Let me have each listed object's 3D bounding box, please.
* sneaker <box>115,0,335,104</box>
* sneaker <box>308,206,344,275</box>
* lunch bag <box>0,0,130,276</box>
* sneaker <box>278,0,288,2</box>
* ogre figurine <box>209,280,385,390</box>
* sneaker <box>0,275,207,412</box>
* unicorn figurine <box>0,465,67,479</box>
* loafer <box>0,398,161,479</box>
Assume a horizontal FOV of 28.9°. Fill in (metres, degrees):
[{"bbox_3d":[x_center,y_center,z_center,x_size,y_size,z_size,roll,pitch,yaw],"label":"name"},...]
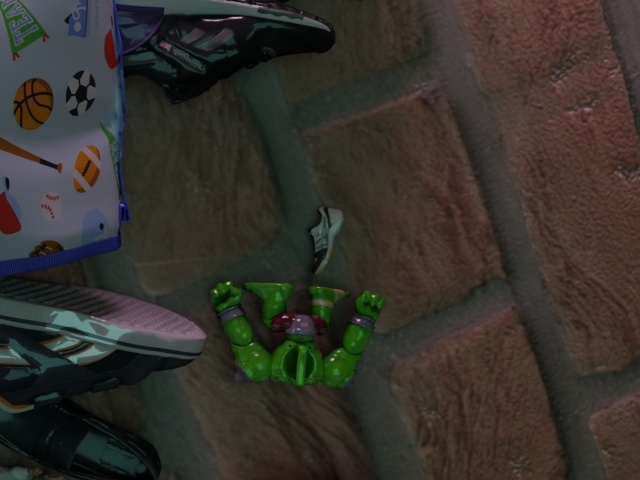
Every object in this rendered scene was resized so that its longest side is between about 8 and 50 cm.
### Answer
[{"bbox_3d":[-0.128,-0.212,1.388,0.283,0.107,0.124,5,102,-9],"label":"sneaker"},{"bbox_3d":[0.000,0.000,1.469,0.036,0.032,0.083,18,83,-3],"label":"sneaker"},{"bbox_3d":[-0.377,-0.126,1.220,0.385,0.239,0.328,-8,104,-32],"label":"lunch bag"},{"bbox_3d":[-0.069,-0.331,1.382,0.302,0.108,0.121,1,89,-18],"label":"sneaker"},{"bbox_3d":[-0.029,0.110,1.432,0.197,0.097,0.118,8,80,-28],"label":"ogre figurine"},{"bbox_3d":[-0.288,0.116,1.342,0.321,0.126,0.128,12,101,-22],"label":"sneaker"},{"bbox_3d":[-0.362,0.254,1.348,0.162,0.111,0.060,32,72,-30],"label":"unicorn figurine"},{"bbox_3d":[-0.278,0.218,1.372,0.223,0.078,0.076,25,87,-16],"label":"loafer"}]
